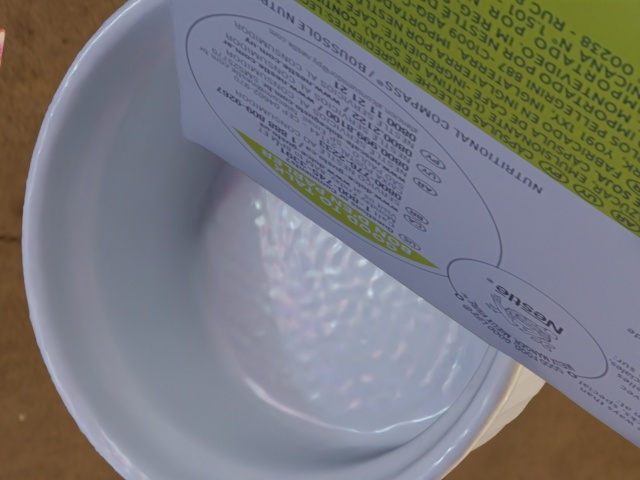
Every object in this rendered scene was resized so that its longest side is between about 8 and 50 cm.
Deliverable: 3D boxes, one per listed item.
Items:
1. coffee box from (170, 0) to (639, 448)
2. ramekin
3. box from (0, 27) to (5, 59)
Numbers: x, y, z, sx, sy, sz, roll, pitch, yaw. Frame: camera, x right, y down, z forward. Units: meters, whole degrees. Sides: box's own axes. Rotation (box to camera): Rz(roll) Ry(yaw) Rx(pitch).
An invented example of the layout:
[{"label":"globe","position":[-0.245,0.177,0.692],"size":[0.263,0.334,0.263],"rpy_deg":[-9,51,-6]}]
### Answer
[{"label":"coffee box","position":[0.178,-0.130,0.475],"size":[0.337,0.338,0.334],"rpy_deg":[-53,170,-18]},{"label":"ramekin","position":[0.000,0.000,0.755],"size":[0.277,0.277,0.135],"rpy_deg":[-48,161,20]},{"label":"box","position":[-0.391,-0.109,1.027],"size":[0.300,0.154,0.142],"rpy_deg":[15,103,8]}]
